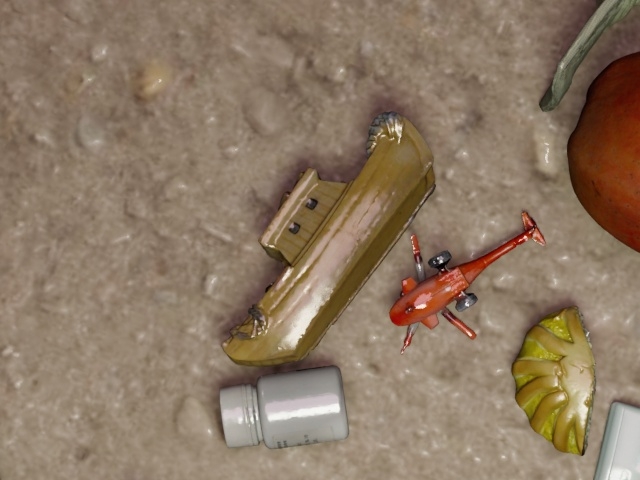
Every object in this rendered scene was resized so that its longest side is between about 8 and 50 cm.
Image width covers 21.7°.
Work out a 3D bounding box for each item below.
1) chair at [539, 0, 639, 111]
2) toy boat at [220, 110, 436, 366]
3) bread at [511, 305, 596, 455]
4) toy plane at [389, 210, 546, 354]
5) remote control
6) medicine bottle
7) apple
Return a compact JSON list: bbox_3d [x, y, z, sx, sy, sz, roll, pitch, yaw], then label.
[{"bbox_3d":[0.306,-0.316,1.833,0.319,0.160,0.186,-42,85,-8],"label":"chair"},{"bbox_3d":[0.000,0.000,1.804,0.121,0.089,0.321,35,82,15],"label":"toy boat"},{"bbox_3d":[0.249,0.142,1.773,0.094,0.083,0.157,11,79,17],"label":"bread"},{"bbox_3d":[0.162,0.043,1.800,0.194,0.077,0.126,-11,86,-10],"label":"toy plane"},{"bbox_3d":[0.319,0.255,1.765,0.061,0.029,0.162,13,78,6],"label":"remote control"},{"bbox_3d":[-0.038,0.179,1.767,0.130,0.080,0.080,-7,77,1],"label":"medicine bottle"},{"bbox_3d":[0.373,-0.088,1.751,0.234,0.234,0.234,0,77,2],"label":"apple"}]
